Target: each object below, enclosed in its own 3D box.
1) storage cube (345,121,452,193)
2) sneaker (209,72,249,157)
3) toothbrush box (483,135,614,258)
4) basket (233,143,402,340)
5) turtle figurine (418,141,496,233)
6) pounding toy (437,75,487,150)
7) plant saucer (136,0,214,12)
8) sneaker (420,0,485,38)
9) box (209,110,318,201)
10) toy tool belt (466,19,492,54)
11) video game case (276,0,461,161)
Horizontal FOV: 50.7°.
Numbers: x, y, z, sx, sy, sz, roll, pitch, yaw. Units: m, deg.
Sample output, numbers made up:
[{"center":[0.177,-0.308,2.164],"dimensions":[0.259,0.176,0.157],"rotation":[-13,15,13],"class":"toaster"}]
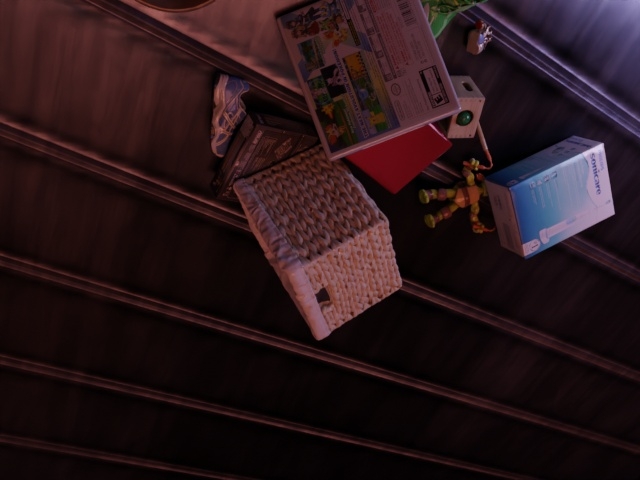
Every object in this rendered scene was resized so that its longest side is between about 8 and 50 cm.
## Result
[{"center":[0.158,-0.262,1.595],"dimensions":[0.215,0.184,0.193],"rotation":[-42,129,21],"class":"storage cube"},{"center":[-0.213,-0.280,1.555],"dimensions":[0.081,0.080,0.211],"rotation":[3,131,-12],"class":"sneaker"},{"center":[0.610,-0.118,1.794],"dimensions":[0.295,0.126,0.216],"rotation":[-26,115,-9],"class":"toothbrush box"},{"center":[0.000,0.000,1.639],"dimensions":[0.266,0.331,0.328],"rotation":[-28,143,-6],"class":"basket"},{"center":[0.379,-0.131,1.833],"dimensions":[0.217,0.087,0.270],"rotation":[-17,117,-8],"class":"turtle figurine"},{"center":[0.348,-0.306,1.631],"dimensions":[0.100,0.141,0.130],"rotation":[-3,132,-12],"class":"pounding toy"},{"center":[-0.286,-0.578,1.298],"dimensions":[0.277,0.041,0.278],"rotation":[-7,133,-7],"class":"plant saucer"},{"center":[0.287,-0.534,1.424],"dimensions":[0.109,0.124,0.295],"rotation":[21,124,-30],"class":"sneaker"},{"center":[-0.138,-0.192,1.638],"dimensions":[0.183,0.056,0.231],"rotation":[4,132,-40],"class":"box"},{"center":[0.370,-0.473,1.558],"dimensions":[0.051,0.052,0.083],"rotation":[-29,145,-32],"class":"toy tool belt"},{"center":[0.100,-0.372,1.434],"dimensions":[0.299,0.329,0.036],"rotation":[-20,178,5],"class":"video game case"}]
